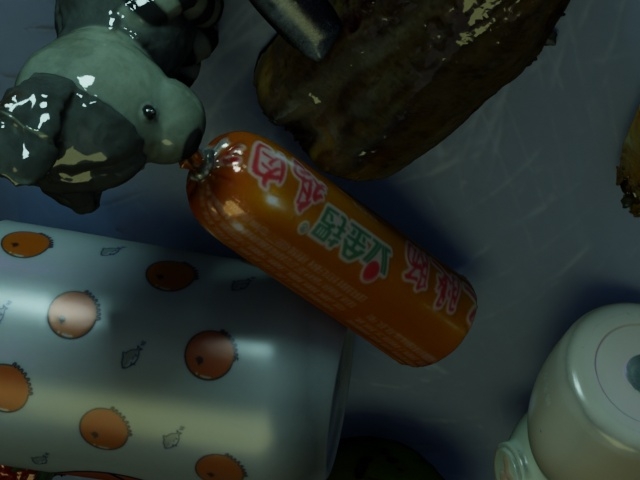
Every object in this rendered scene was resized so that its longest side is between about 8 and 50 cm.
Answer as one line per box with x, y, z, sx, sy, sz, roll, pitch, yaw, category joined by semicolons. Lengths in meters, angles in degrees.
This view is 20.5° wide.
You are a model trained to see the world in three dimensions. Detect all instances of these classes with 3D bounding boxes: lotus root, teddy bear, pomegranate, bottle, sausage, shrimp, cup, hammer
0.076;-0.141;1.302;0.167;0.078;0.329;30;136;-18;lotus root
-0.148;-0.105;1.305;0.144;0.251;0.171;15;152;3;teddy bear
0.056;0.285;1.693;0.202;0.202;0.248;-15;157;29;pomegranate
0.237;0.169;1.538;0.147;0.147;0.236;20;145;-5;bottle
0.000;0.000;1.407;0.093;0.093;0.312;-21;140;33;sausage
0.270;-0.076;1.337;0.091;0.043;0.184;19;137;-9;shrimp
-0.137;0.107;1.529;0.317;0.212;0.212;8;137;7;cup
-0.077;-0.246;1.235;0.137;0.037;0.290;-27;113;36;hammer

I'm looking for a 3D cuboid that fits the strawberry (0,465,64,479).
-0.315;0.179;1.722;0.148;0.131;0.131;8;138;-3;strawberry
